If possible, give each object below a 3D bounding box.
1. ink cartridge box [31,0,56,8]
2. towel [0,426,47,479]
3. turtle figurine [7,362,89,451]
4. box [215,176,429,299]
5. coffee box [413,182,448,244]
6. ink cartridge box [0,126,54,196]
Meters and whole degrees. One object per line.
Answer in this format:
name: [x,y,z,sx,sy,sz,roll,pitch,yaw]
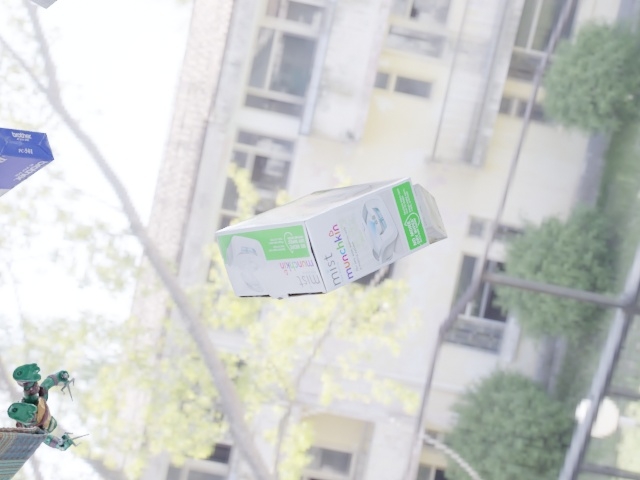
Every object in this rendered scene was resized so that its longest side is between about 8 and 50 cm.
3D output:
ink cartridge box: [-0.405,-0.433,1.561,0.154,0.093,0.212,-35,-9,10]
towel: [-0.639,0.439,1.784,0.370,0.040,0.271,-49,-21,5]
turtle figurine: [-0.535,0.332,2.127,0.234,0.118,0.175,75,176,-63]
box: [0.000,0.000,1.794,0.262,0.231,0.126,-5,104,54]
coffee box: [0.115,-0.016,2.213,0.141,0.247,0.098,30,-139,-68]
ink cartridge box: [-0.469,-0.087,1.495,0.097,0.207,0.046,2,-116,-57]
